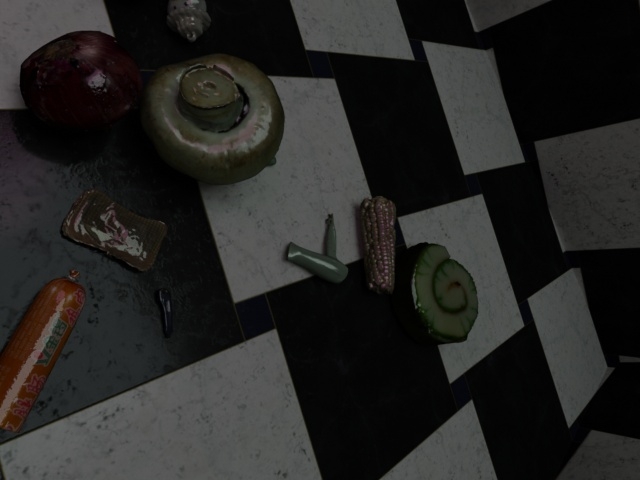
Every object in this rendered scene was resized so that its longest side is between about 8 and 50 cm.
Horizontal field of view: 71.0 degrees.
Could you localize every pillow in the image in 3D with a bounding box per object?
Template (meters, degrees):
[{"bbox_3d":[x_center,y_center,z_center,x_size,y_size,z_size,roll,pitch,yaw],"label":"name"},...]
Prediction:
[{"bbox_3d":[-0.469,-0.024,1.037,0.211,0.034,0.135,30,62,-28],"label":"pillow"}]

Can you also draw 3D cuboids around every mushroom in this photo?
[{"bbox_3d":[-0.262,-0.310,1.115,0.353,0.260,0.352,4,72,-11],"label":"mushroom"}]

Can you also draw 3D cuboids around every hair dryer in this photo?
[{"bbox_3d":[0.000,0.000,1.409,0.206,0.075,0.237,28,53,-24],"label":"hair dryer"}]

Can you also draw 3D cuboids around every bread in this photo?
[{"bbox_3d":[0.417,0.191,1.645,0.366,0.129,0.381,-2,78,-37],"label":"bread"}]

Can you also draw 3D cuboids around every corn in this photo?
[{"bbox_3d":[0.196,0.015,1.525,0.127,0.127,0.335,8,79,-38],"label":"corn"}]

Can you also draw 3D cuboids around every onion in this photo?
[{"bbox_3d":[-0.517,-0.335,0.991,0.252,0.219,0.252,2,55,-3],"label":"onion"}]

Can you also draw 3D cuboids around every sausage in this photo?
[{"bbox_3d":[-0.546,0.199,0.871,0.093,0.093,0.312,33,59,-29],"label":"sausage"}]

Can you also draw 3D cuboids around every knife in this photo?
[{"bbox_3d":[-0.370,0.173,1.072,0.031,0.018,0.121,-1,79,-47],"label":"knife"}]

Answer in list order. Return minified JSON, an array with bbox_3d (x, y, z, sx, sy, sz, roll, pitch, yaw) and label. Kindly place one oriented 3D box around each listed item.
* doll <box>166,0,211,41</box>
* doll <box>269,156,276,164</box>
[{"bbox_3d":[-0.378,-0.687,1.245,0.138,0.119,0.293,-10,82,2],"label":"doll"},{"bbox_3d":[-0.188,-0.263,1.321,0.150,0.078,0.115,8,111,-49],"label":"doll"}]
